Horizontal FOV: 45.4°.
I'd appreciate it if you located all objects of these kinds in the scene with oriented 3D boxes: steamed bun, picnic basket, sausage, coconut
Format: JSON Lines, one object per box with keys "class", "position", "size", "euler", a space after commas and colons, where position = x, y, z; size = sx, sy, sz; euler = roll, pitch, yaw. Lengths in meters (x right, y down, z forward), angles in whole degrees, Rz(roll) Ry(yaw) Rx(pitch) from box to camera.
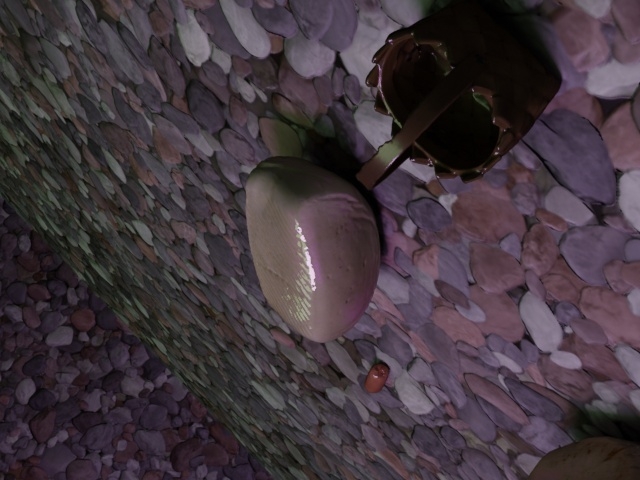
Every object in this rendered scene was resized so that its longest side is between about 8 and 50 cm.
{"class": "steamed bun", "position": [0.000, 0.000, 1.000], "size": [0.170, 0.153, 0.238], "euler": [33, 137, 45]}
{"class": "picnic basket", "position": [0.094, -0.109, 0.637], "size": [0.138, 0.178, 0.128], "euler": [46, 155, 7]}
{"class": "sausage", "position": [0.095, 0.235, 1.300], "size": [0.034, 0.034, 0.083], "euler": [41, 153, 16]}
{"class": "coconut", "position": [0.340, 0.347, 0.858], "size": [0.241, 0.241, 0.241], "euler": [38, 153, 23]}

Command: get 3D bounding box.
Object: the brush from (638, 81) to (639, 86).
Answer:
{"class": "brush", "position": [0.324, -0.067, 0.501], "size": [0.248, 0.036, 0.043], "euler": [40, 150, 34]}
